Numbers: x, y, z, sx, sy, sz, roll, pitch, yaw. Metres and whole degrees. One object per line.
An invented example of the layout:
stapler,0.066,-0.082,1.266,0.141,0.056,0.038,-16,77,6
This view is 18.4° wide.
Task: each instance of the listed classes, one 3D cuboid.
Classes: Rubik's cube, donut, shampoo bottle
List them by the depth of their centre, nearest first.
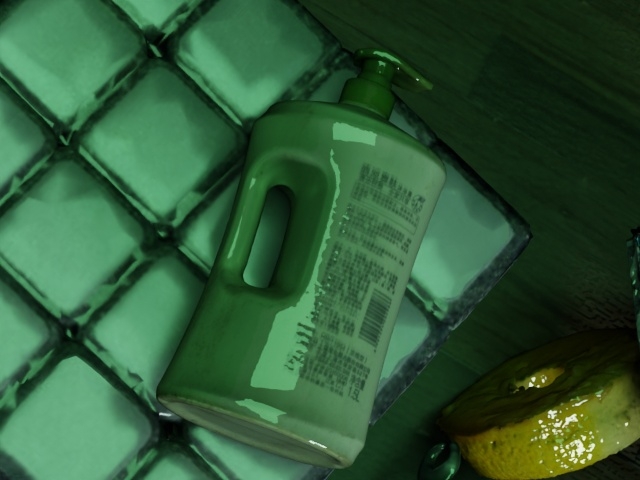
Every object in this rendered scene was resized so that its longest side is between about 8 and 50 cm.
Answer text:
shampoo bottle,0.000,0.000,1.106,0.118,0.087,0.234,21,74,-10
Rubik's cube,-0.127,0.028,1.289,0.344,0.337,0.344,45,72,-3
donut,0.172,0.123,1.434,0.162,0.178,0.065,-26,99,-6

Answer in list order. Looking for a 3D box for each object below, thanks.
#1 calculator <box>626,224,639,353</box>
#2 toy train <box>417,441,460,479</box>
calculator,0.269,0.091,1.435,0.028,0.274,0.166,-9,74,22
toy train,0.043,0.320,1.369,0.231,0.163,0.369,32,72,-15
